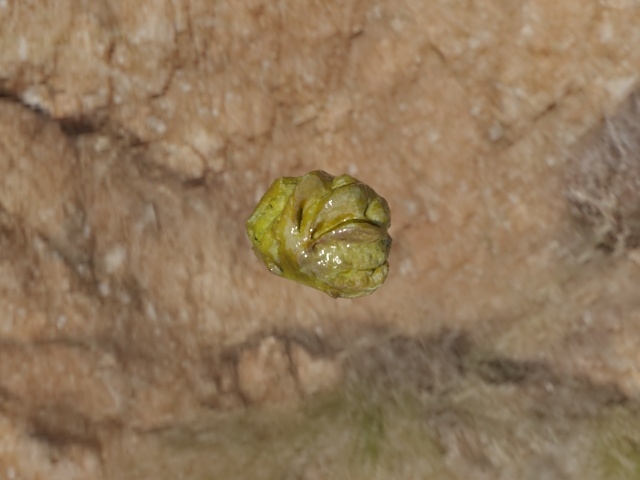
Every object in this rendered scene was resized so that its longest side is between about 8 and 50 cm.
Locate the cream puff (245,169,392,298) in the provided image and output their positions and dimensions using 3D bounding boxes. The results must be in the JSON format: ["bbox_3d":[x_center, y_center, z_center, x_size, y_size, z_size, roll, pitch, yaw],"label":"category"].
[{"bbox_3d":[0.000,0.000,0.876,0.058,0.083,0.083,-33,139,-28],"label":"cream puff"}]
